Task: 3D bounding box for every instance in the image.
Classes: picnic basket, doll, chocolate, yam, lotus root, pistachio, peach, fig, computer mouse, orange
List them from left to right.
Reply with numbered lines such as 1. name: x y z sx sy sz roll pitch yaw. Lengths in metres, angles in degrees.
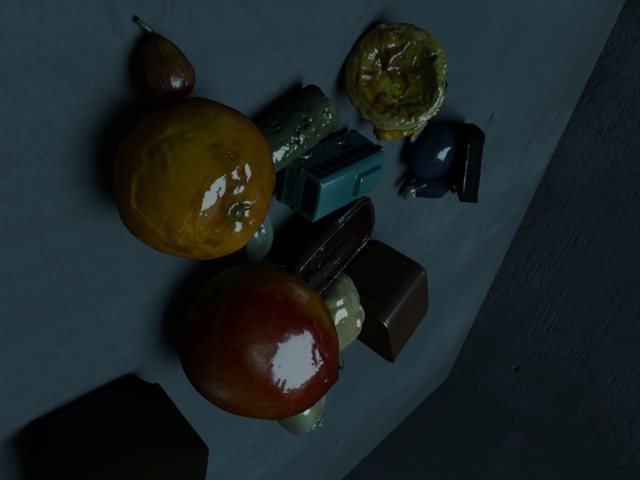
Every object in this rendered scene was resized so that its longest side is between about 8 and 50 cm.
1. chocolate: -0.430 0.514 1.233 0.314 0.326 0.297 -24 156 -50
2. fig: -0.239 -0.274 0.900 0.089 0.089 0.125 -31 121 -39
3. orange: -0.202 -0.100 0.968 0.261 0.261 0.261 -39 148 -30
4. computer mouse: -0.144 -0.011 1.356 0.089 0.056 0.182 -44 150 -32
5. peach: -0.129 0.230 1.330 0.372 0.290 0.373 -5 102 -22
6. yam: -0.060 -0.220 1.204 0.194 0.107 0.107 -42 150 -24
7. picnic basket: 0.000 0.000 1.520 0.297 0.129 0.222 -46 153 -18
8. pistachio: 0.005 0.227 1.713 0.318 0.214 0.193 -61 -178 31
9. lotus root: 0.272 -0.320 1.721 0.083 0.030 0.037 -54 147 -7
10. doll: 0.339 -0.237 1.818 0.228 0.154 0.258 -43 144 -16

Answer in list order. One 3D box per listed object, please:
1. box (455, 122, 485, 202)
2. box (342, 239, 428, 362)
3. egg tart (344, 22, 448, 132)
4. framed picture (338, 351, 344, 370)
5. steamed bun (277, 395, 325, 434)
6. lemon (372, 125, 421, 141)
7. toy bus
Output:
1. box: 0.459 -0.249 1.867 0.350 0.058 0.211 -57 150 -73
2. box: 0.196 0.193 1.938 0.229 0.239 0.339 -49 152 -19
3. egg tart: 0.170 -0.360 1.342 0.241 0.241 0.106 -59 -178 5
4. framed picture: -0.028 0.376 1.906 0.281 0.019 0.209 -24 111 -45
5. steamed bun: -0.056 0.546 1.998 0.170 0.152 0.239 -39 148 -33
6. lemon: 0.192 -0.323 1.468 0.187 0.142 0.142 -55 153 4
7. toy bus: 0.032 -0.154 1.386 0.256 0.147 0.128 -29 144 -40
